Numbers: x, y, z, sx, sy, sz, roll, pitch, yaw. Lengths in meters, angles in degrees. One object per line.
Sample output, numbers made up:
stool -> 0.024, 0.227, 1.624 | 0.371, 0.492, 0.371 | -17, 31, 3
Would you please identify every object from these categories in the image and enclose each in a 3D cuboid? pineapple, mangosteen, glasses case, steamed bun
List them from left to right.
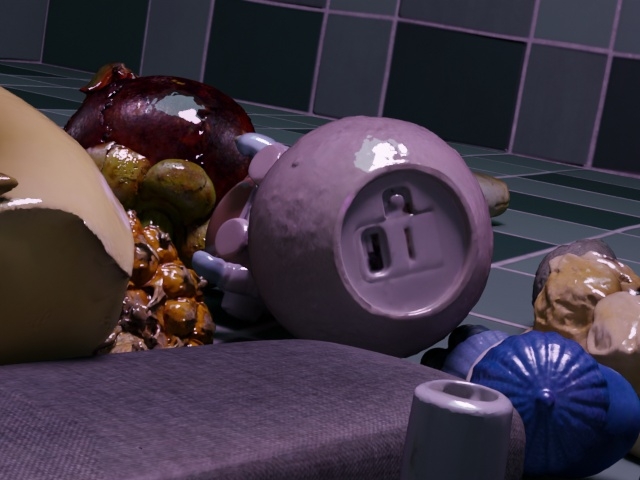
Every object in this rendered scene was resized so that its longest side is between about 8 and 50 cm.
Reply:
pineapple -> -0.117, 0.045, 0.757 | 0.077, 0.114, 0.114 | -26, 18, 18
glasses case -> -0.058, 0.089, 0.461 | 0.131, 0.074, 0.323 | 15, 11, 40
mangosteen -> -0.125, -0.044, 1.002 | 0.166, 0.166, 0.180 | 7, 34, -10
steamed bun -> 0.230, 0.064, 0.789 | 0.192, 0.106, 0.177 | 7, 11, -20

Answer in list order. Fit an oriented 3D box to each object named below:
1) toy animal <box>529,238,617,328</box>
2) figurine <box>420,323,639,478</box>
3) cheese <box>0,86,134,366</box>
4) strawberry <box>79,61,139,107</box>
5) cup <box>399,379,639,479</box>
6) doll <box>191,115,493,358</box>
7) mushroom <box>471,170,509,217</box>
toy animal -> 0.215, 0.036, 1.034 | 0.070, 0.079, 0.253 | 6, 6, 20
figurine -> 0.106, 0.078, 0.696 | 0.086, 0.087, 0.149 | -32, 19, -10
cheese -> -0.248, -0.008, 0.544 | 0.259, 0.128, 0.316 | -18, 35, -35
strawberry -> -0.174, -0.104, 1.487 | 0.236, 0.111, 0.190 | 33, 1, 4
cup -> 0.173, 0.087, 0.393 | 0.299, 0.173, 0.167 | 10, 8, 8
doll -> 0.000, 0.000, 0.823 | 0.150, 0.151, 0.287 | 6, -2, -20
mushroom -> 0.106, -0.060, 1.528 | 0.100, 0.081, 0.312 | 21, 11, 41
